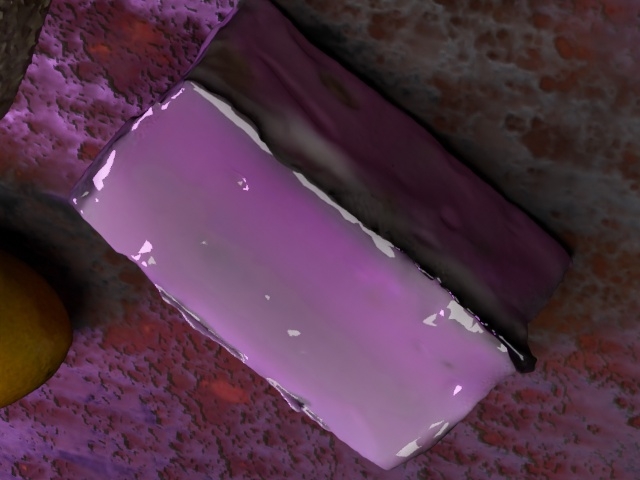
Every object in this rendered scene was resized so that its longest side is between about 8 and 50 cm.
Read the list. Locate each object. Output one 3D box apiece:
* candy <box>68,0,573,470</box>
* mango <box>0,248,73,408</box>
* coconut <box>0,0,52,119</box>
[{"bbox_3d":[0.000,0.000,1.124,0.265,0.116,0.155,38,131,-7],"label":"candy"},{"bbox_3d":[-0.293,0.066,1.294,0.262,0.130,0.167,-13,124,25],"label":"mango"},{"bbox_3d":[-0.272,-0.183,1.003,0.297,0.254,0.297,-9,120,-15],"label":"coconut"}]
